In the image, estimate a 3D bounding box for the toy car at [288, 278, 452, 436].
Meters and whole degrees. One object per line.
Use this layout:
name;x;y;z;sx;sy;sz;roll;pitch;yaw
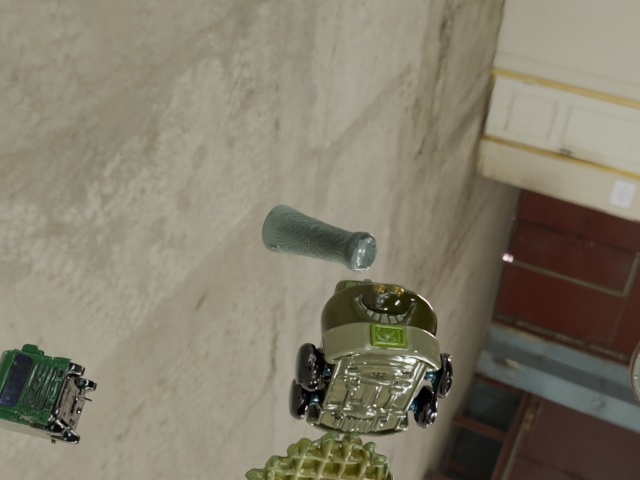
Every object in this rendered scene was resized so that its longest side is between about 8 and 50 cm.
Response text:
toy car;0.064;0.140;1.100;0.247;0.204;0.198;103;-10;-51

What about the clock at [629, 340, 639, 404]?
clock;0.847;0.289;1.766;0.080;0.319;0.318;-72;172;-64

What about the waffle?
waffle;0.002;0.315;1.033;0.036;0.184;0.169;-102;166;-58

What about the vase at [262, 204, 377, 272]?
vase;0.000;0.000;1.492;0.096;0.219;0.096;-20;117;-45

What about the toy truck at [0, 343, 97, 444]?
toy truck;-0.247;0.138;0.709;0.147;0.079;0.065;119;-14;-68
